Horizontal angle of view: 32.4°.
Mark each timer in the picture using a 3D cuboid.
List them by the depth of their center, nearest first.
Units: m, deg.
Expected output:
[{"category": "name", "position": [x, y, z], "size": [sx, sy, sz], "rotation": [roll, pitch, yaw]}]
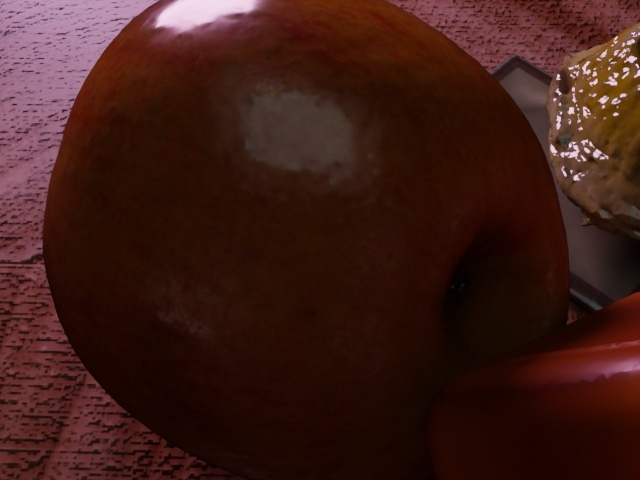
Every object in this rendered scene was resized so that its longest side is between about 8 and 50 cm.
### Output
[{"category": "timer", "position": [0.197, 0.154, 0.549], "size": [0.257, 0.161, 0.250], "rotation": [-15, 89, -46]}]

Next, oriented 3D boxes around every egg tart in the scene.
[{"category": "egg tart", "position": [0.279, -0.091, 0.823], "size": [0.232, 0.098, 0.252], "rotation": [34, 53, 19]}]

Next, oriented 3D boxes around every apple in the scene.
[{"category": "apple", "position": [0.000, 0.000, 0.648], "size": [0.275, 0.299, 0.299], "rotation": [23, 57, 30]}]

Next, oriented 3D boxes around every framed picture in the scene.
[{"category": "framed picture", "position": [0.188, -0.046, 0.851], "size": [0.231, 0.010, 0.173], "rotation": [38, 63, 26]}]
